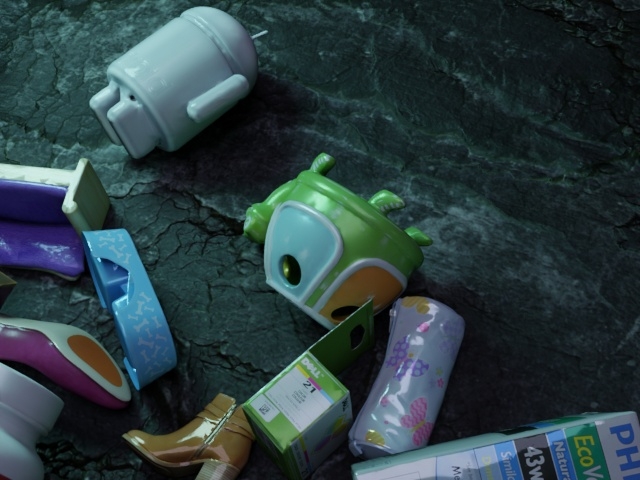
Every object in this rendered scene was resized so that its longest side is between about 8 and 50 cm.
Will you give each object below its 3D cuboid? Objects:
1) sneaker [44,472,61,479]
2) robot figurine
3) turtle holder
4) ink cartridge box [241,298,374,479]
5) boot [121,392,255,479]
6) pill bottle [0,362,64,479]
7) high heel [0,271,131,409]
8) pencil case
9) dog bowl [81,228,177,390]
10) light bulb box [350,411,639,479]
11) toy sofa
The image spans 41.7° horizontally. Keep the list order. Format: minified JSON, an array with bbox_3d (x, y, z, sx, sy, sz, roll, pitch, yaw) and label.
[{"bbox_3d":[-0.479,0.464,1.245,0.106,0.101,0.267,17,63,16],"label":"sneaker"},{"bbox_3d":[-0.262,-0.310,1.611,0.353,0.200,0.300,-42,50,-18],"label":"robot figurine"},{"bbox_3d":[0.002,0.000,1.395,0.320,0.243,0.227,35,85,12],"label":"turtle holder"},{"bbox_3d":[0.017,0.233,1.284,0.255,0.189,0.097,-39,64,-17],"label":"ink cartridge box"},{"bbox_3d":[-0.199,0.305,1.335,0.197,0.073,0.152,24,62,10],"label":"boot"},{"bbox_3d":[-0.529,0.366,1.144,0.229,0.229,0.408,18,65,14],"label":"pill bottle"},{"bbox_3d":[-0.492,0.209,1.414,0.377,0.127,0.181,36,97,17],"label":"high heel"},{"bbox_3d":[0.137,0.222,1.319,0.124,0.113,0.273,31,64,-20],"label":"pencil case"},{"bbox_3d":[-0.320,0.105,1.409,0.074,0.166,0.297,-18,59,-19],"label":"dog bowl"},{"bbox_3d":[0.251,0.429,1.084,0.361,0.225,0.358,-13,79,-2],"label":"light bulb box"},{"bbox_3d":[-0.583,-0.053,1.520,0.362,0.150,0.177,6,60,8],"label":"toy sofa"}]
